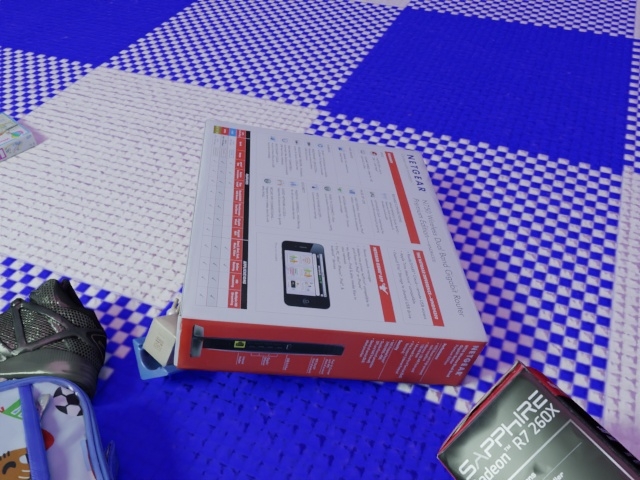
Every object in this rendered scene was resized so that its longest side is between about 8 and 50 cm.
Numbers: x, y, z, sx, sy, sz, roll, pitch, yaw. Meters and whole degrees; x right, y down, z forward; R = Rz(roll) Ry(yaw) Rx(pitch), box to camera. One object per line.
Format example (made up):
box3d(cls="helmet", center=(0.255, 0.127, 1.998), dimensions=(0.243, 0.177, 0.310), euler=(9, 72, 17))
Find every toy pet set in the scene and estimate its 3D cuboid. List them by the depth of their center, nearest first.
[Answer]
box3d(cls="toy pet set", center=(-0.137, 0.121, 0.639), dimensions=(0.122, 0.065, 0.114), euler=(33, 18, 28))

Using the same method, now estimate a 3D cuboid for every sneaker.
box3d(cls="sneaker", center=(-0.343, 0.107, 0.628), dimensions=(0.227, 0.087, 0.130), euler=(1, 41, -1))

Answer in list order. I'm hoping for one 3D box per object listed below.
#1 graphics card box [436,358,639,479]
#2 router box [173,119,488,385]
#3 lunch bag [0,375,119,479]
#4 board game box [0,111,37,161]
box3d(cls="graphics card box", center=(0.254, 0.251, 0.344), dimensions=(0.094, 0.233, 0.371), euler=(-48, 52, 5))
box3d(cls="router box", center=(0.000, 0.000, 0.678), dimensions=(0.301, 0.082, 0.335), euler=(7, 42, -11))
box3d(cls="lunch bag", center=(-0.262, 0.242, 0.436), dimensions=(0.243, 0.115, 0.303), euler=(-7, 42, -30))
box3d(cls="board game box", center=(-0.568, -0.154, 0.954), dimensions=(0.103, 0.026, 0.154), euler=(32, 52, 31))
